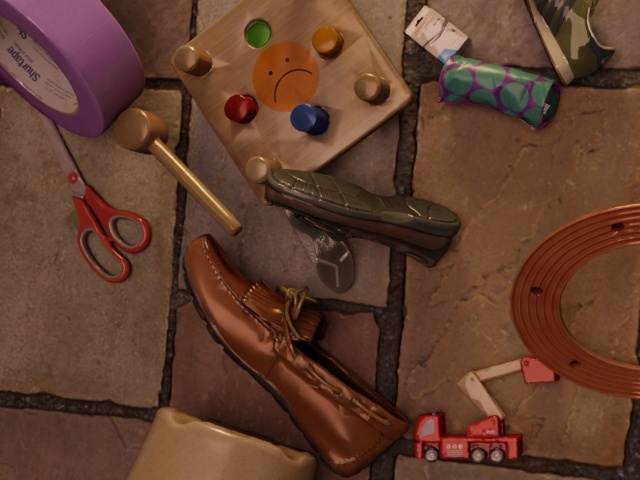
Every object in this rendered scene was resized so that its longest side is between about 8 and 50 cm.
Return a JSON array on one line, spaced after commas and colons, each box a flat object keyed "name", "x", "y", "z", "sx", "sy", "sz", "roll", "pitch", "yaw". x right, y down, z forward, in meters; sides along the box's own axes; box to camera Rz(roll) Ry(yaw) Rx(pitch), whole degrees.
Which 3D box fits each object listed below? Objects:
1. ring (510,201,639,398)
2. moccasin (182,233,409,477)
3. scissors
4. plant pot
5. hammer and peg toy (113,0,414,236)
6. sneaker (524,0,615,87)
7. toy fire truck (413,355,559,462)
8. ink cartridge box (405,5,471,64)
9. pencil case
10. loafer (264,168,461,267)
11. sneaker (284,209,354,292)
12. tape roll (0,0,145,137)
[{"name": "ring", "x": 0.393, "y": 0.073, "z": 1.450, "sx": 0.337, "sy": 0.032, "sz": 0.336, "roll": 6, "pitch": 134, "yaw": 7}, {"name": "moccasin", "x": -0.036, "y": 0.134, "z": 1.636, "sx": 0.147, "sy": 0.139, "sz": 0.380, "roll": -44, "pitch": 77, "yaw": 11}, {"name": "scissors", "x": -0.361, "y": -0.070, "z": 1.807, "sx": 0.109, "sy": 0.021, "sz": 0.297, "roll": -45, "pitch": 78, "yaw": 13}, {"name": "plant pot", "x": -0.153, "y": 0.390, "z": 1.594, "sx": 0.334, "sy": 0.334, "sz": 0.305, "roll": 15, "pitch": 82, "yaw": 18}, {"name": "hammer and peg toy", "x": -0.080, "y": -0.181, "z": 1.667, "sx": 0.361, "sy": 0.127, "sz": 0.266, "roll": -37, "pitch": 80, "yaw": 14}, {"name": "sneaker", "x": 0.313, "y": -0.299, "z": 1.581, "sx": 0.086, "sy": 0.064, "sz": 0.192, "roll": -23, "pitch": 84, "yaw": 11}, {"name": "toy fire truck", "x": 0.213, "y": 0.219, "z": 1.602, "sx": 0.192, "sy": 0.047, "sz": 0.135, "roll": -3, "pitch": 87, "yaw": 18}, {"name": "ink cartridge box", "x": 0.154, "y": -0.275, "z": 1.645, "sx": 0.083, "sy": 0.028, "sz": 0.048, "roll": 41, "pitch": 100, "yaw": 15}, {"name": "pencil case", "x": 0.231, "y": -0.192, "z": 1.599, "sx": 0.152, "sy": 0.064, "sz": 0.070, "roll": 18, "pitch": 96, "yaw": 18}, {"name": "loafer", "x": 0.049, "y": -0.021, "z": 1.586, "sx": 0.267, "sy": 0.096, "sz": 0.084, "roll": 12, "pitch": 114, "yaw": -17}, {"name": "sneaker", "x": 0.000, "y": 0.000, "z": 1.677, "sx": 0.054, "sy": 0.061, "sz": 0.152, "roll": -29, "pitch": 100, "yaw": -2}, {"name": "tape roll", "x": -0.371, "y": -0.270, "z": 1.682, "sx": 0.275, "sy": 0.275, "sz": 0.090, "roll": 35, "pitch": 68, "yaw": 16}]
